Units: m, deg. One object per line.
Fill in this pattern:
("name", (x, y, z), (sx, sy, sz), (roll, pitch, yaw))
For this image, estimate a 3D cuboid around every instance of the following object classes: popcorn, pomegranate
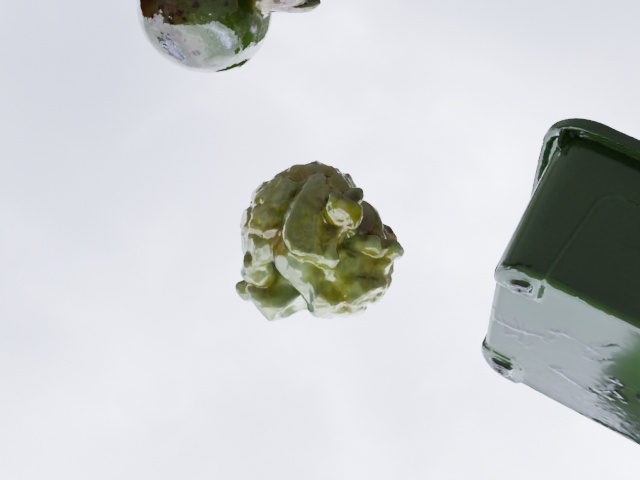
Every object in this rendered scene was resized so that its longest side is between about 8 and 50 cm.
("popcorn", (-0.001, 0.001, 1.462), (0.187, 0.185, 0.167), (14, -138, 31))
("pomegranate", (-0.066, -0.179, 0.946), (0.142, 0.114, 0.114), (-2, -145, 22))

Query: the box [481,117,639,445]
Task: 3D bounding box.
("box", (0.303, 0.069, 1.106), (0.328, 0.253, 0.178), (25, -119, 17))
